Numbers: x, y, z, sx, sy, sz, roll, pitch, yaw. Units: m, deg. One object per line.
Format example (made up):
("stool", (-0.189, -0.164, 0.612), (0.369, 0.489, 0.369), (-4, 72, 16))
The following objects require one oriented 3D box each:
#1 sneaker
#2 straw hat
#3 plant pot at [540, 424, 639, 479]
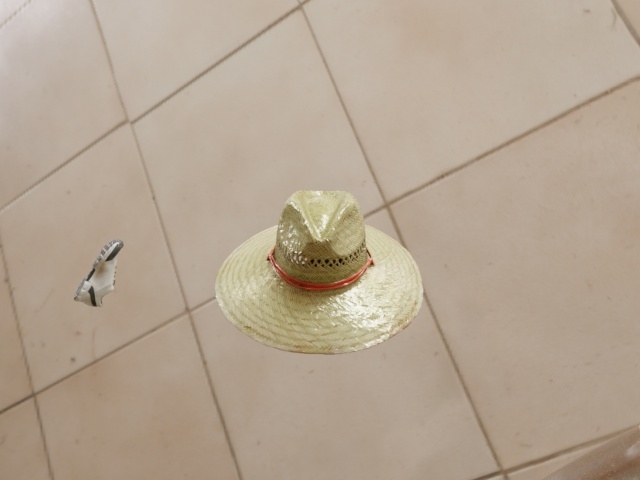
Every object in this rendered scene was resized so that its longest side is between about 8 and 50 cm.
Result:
("sneaker", (-0.316, 0.048, 0.974), (0.109, 0.044, 0.040), (-58, 21, 0))
("straw hat", (0.000, 0.000, 0.419), (0.145, 0.144, 0.061), (23, 130, 28))
("plant pot", (0.241, 0.317, 0.621), (0.231, 0.215, 0.215), (-29, 71, 20))
